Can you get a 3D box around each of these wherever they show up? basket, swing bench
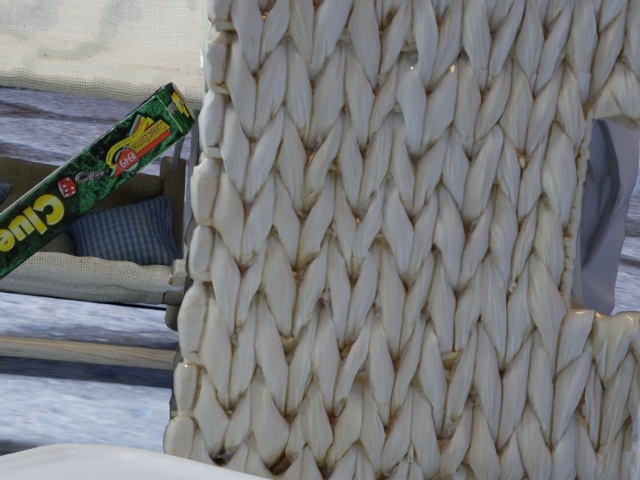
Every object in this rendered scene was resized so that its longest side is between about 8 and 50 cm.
[{"bbox_3d":[0.065,-0.029,1.059,0.266,0.328,0.331,6,5,-3],"label":"basket"},{"bbox_3d":[-0.179,-0.056,1.274,0.253,0.254,0.165,6,11,-13],"label":"swing bench"}]

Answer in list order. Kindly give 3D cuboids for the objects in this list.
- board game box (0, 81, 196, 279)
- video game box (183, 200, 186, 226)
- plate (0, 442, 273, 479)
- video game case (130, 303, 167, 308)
[{"bbox_3d":[-0.172,0.012,0.996,0.030,0.260,0.136,52,4,-9],"label":"board game box"},{"bbox_3d":[-0.210,-0.025,1.722,0.187,0.048,0.205,8,-2,11],"label":"video game box"},{"bbox_3d":[-0.064,0.132,0.795,0.277,0.045,0.278,10,7,25],"label":"plate"},{"bbox_3d":[-0.190,0.023,1.601,0.201,0.023,0.183,6,8,-5],"label":"video game case"}]
